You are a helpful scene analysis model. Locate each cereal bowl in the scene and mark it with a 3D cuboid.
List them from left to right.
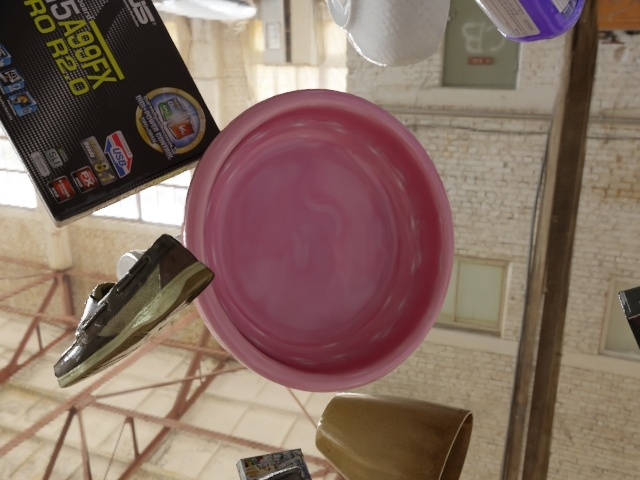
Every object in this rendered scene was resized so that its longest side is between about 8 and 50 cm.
[{"bbox_3d":[0.090,-0.469,1.059,0.141,0.339,0.339,-15,-159,-12],"label":"cereal bowl"}]

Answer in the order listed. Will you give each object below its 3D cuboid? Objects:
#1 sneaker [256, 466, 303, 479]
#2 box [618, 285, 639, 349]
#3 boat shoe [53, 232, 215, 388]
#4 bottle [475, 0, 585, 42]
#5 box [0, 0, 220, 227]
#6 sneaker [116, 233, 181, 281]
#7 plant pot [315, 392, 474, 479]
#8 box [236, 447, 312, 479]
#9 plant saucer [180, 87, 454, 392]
[{"bbox_3d":[-0.128,0.417,0.758,0.330,0.122,0.146,-23,-106,-43],"label":"sneaker"},{"bbox_3d":[0.425,0.088,0.744,0.083,0.062,0.052,-22,-155,26],"label":"box"},{"bbox_3d":[-0.137,0.050,0.419,0.152,0.049,0.056,-37,176,20],"label":"boat shoe"},{"bbox_3d":[0.155,-0.274,0.518,0.092,0.118,0.283,2,175,36],"label":"bottle"},{"bbox_3d":[-0.268,-0.181,0.700,0.216,0.270,0.060,-28,-176,-23],"label":"box"},{"bbox_3d":[-0.187,0.037,0.794,0.212,0.080,0.094,-17,180,43],"label":"sneaker"},{"bbox_3d":[0.128,0.386,1.130,0.254,0.237,0.237,17,-156,26],"label":"plant pot"},{"bbox_3d":[-0.085,0.457,1.155,0.137,0.027,0.094,3,-134,-33],"label":"box"},{"bbox_3d":[0.000,0.000,0.686,0.332,0.332,0.084,-10,180,-27],"label":"plant saucer"}]
